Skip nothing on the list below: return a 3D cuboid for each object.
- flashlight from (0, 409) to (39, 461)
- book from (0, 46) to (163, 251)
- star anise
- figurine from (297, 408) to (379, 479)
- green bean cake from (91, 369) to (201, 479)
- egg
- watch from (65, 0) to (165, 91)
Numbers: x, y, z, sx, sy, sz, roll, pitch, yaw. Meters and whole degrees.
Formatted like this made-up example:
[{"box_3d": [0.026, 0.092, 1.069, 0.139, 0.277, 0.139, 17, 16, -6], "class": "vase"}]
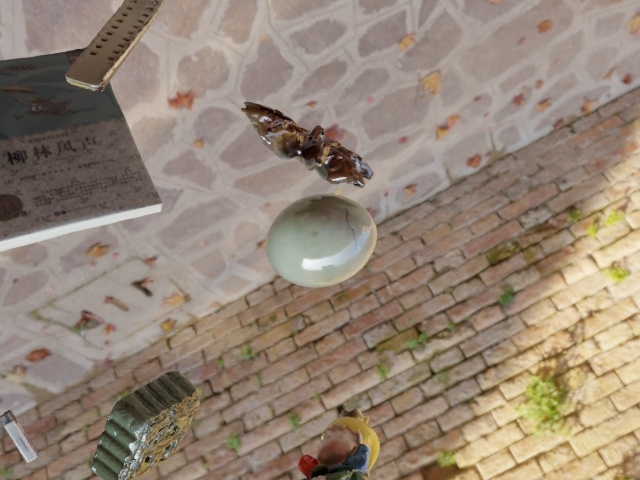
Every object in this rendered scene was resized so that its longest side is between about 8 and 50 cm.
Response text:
[{"box_3d": [-0.462, 0.299, 0.941, 0.018, 0.083, 0.018, -27, -169, -6], "class": "flashlight"}, {"box_3d": [-0.441, -0.165, 0.992, 0.264, 0.380, 0.031, -17, 152, -25], "class": "book"}, {"box_3d": [-0.024, -0.183, 1.185, 0.288, 0.288, 0.088, 15, 105, -47], "class": "star anise"}, {"box_3d": [0.019, 0.411, 1.120, 0.185, 0.234, 0.127, -4, 135, 2], "class": "figurine"}, {"box_3d": [-0.326, 0.354, 1.156, 0.185, 0.094, 0.184, -14, 136, -63], "class": "green bean cake"}, {"box_3d": [0.000, 0.000, 1.237, 0.253, 0.187, 0.186, -15, 158, 33], "class": "egg"}, {"box_3d": [-0.209, -0.312, 0.706, 0.102, 0.269, 0.165, 23, 147, -8], "class": "watch"}]
